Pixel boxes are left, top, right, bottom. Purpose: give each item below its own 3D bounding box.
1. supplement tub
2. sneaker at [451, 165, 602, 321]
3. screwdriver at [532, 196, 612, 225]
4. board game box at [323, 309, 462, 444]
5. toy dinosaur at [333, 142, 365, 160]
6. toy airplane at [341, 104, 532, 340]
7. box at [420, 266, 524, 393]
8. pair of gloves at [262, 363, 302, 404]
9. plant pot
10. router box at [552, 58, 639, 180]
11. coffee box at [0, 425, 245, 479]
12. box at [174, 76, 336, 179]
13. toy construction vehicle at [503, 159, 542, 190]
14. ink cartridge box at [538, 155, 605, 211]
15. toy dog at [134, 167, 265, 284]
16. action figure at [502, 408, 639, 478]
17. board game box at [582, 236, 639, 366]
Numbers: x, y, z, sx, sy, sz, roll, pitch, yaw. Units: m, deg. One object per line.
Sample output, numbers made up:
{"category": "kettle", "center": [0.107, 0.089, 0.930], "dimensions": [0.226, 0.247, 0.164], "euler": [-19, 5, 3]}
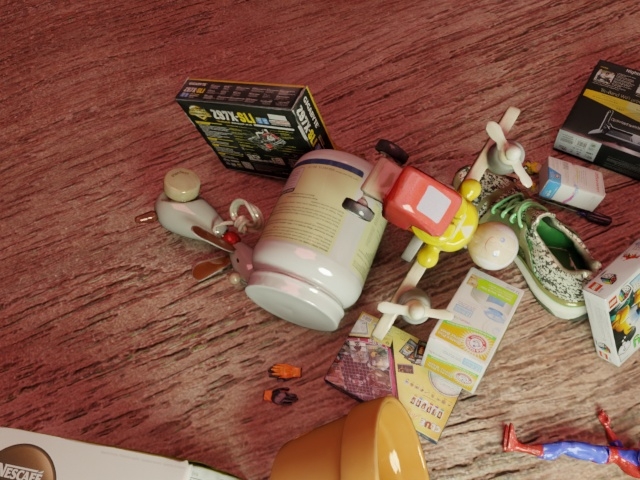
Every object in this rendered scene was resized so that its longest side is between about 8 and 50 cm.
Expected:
{"category": "supplement tub", "center": [0.000, 0.000, 1.108], "dimensions": [0.236, 0.235, 0.324], "euler": [16, 66, 17]}
{"category": "sneaker", "center": [0.431, -0.038, 1.087], "dimensions": [0.158, 0.182, 0.410], "euler": [-34, 61, -9]}
{"category": "screwdriver", "center": [0.557, -0.068, 1.182], "dimensions": [0.170, 0.025, 0.024], "euler": [21, 68, 28]}
{"category": "board game box", "center": [0.152, 0.265, 1.050], "dimensions": [0.244, 0.042, 0.165], "euler": [25, 69, 20]}
{"category": "toy dinosaur", "center": [0.015, -0.234, 1.341], "dimensions": [0.212, 0.064, 0.112], "euler": [35, 60, 14]}
{"category": "toy airplane", "center": [0.239, -0.025, 0.997], "dimensions": [0.273, 0.385, 0.384], "euler": [31, 47, 28]}
{"category": "box", "center": [0.289, 0.168, 1.013], "dimensions": [0.114, 0.103, 0.203], "euler": [27, 51, 22]}
{"category": "pair of gloves", "center": [-0.078, 0.295, 1.090], "dimensions": [0.074, 0.010, 0.083], "euler": [3, 63, 11]}
{"category": "plant pot", "center": [0.049, 0.417, 0.866], "dimensions": [0.204, 0.291, 0.290], "euler": [-16, 59, 18]}
{"category": "router box", "center": [0.736, -0.263, 1.216], "dimensions": [0.309, 0.081, 0.242], "euler": [28, 70, 22]}
{"category": "coffee box", "center": [-0.346, 0.504, 0.833], "dimensions": [0.338, 0.338, 0.334], "euler": [6, 63, 12]}
{"category": "box", "center": [-0.137, -0.248, 1.221], "dimensions": [0.322, 0.257, 0.079], "euler": [12, 63, 28]}
{"category": "toy construction vehicle", "center": [0.458, -0.160, 1.238], "dimensions": [0.098, 0.035, 0.085], "euler": [18, 55, 15]}
{"category": "ink cartridge box", "center": [0.548, -0.124, 1.164], "dimensions": [0.123, 0.052, 0.088], "euler": [18, 49, 5]}
{"category": "toy dog", "center": [-0.283, -0.014, 1.196], "dimensions": [0.334, 0.220, 0.161], "euler": [28, 47, 32]}
{"category": "action figure", "center": [0.477, 0.334, 0.930], "dimensions": [0.281, 0.091, 0.138], "euler": [10, 73, 14]}
{"category": "board game box", "center": [0.627, 0.072, 0.994], "dimensions": [0.305, 0.192, 0.053], "euler": [-37, 34, -11]}
